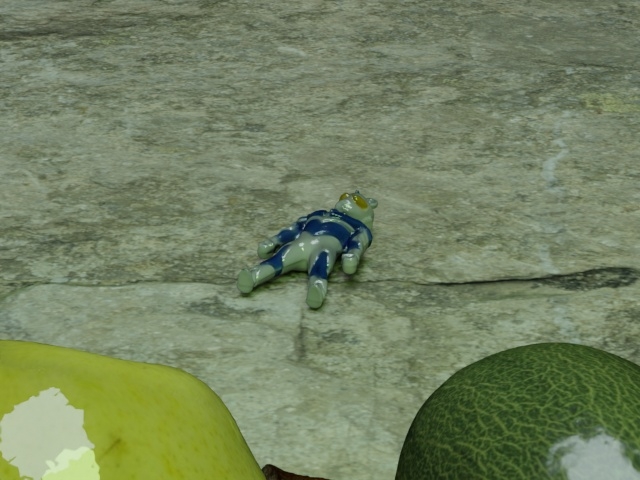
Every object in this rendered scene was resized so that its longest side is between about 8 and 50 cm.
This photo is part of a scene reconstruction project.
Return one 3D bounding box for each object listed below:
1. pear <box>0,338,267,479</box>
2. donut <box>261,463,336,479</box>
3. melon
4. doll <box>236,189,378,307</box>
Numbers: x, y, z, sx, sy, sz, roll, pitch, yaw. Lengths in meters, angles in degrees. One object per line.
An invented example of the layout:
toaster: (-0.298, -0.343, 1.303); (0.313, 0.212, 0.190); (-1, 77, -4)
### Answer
pear: (-0.156, 0.209, 1.167); (0.309, 0.309, 0.309); (1, 23, 0)
donut: (0.003, 0.237, 1.351); (0.085, 0.141, 0.217); (4, 26, -12)
melon: (0.170, 0.195, 1.312); (0.237, 0.237, 0.302); (-7, 24, -18)
doll: (0.000, 0.000, 2.001); (0.114, 0.057, 0.227); (7, 25, 24)
